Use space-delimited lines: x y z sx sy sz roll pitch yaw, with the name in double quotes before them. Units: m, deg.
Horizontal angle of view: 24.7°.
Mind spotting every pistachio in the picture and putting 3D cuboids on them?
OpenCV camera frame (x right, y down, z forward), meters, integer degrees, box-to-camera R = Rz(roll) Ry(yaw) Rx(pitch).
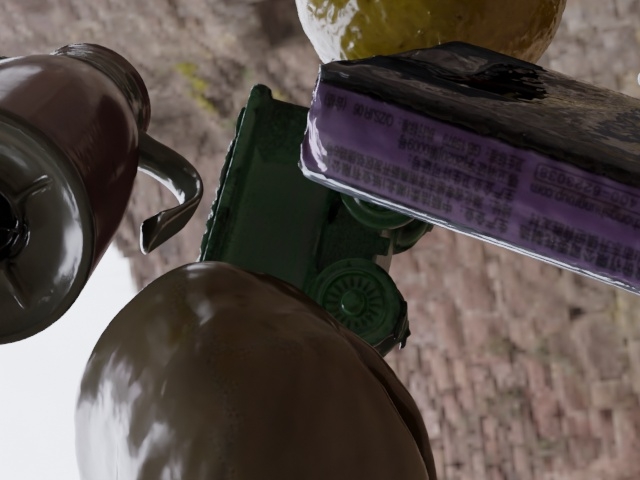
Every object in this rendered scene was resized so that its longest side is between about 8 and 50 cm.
"pistachio" -0.034 0.147 0.786 0.166 0.197 0.288 -69 -29 -66

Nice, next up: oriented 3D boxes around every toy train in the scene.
"toy train" 0.000 0.000 1.358 0.145 0.202 0.266 71 -146 -78

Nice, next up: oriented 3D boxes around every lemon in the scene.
"lemon" 0.110 -0.259 1.458 0.293 0.293 0.293 -8 -90 -70

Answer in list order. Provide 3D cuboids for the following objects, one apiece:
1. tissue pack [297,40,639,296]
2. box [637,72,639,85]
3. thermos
"tissue pack" 0.195 -0.050 1.105 0.259 0.361 0.122 -15 -57 -58
"box" 0.400 -0.183 1.531 0.062 0.089 0.122 -45 -6 -26
"thermos" -0.168 -0.046 0.930 0.176 0.146 0.265 32 -159 -3
